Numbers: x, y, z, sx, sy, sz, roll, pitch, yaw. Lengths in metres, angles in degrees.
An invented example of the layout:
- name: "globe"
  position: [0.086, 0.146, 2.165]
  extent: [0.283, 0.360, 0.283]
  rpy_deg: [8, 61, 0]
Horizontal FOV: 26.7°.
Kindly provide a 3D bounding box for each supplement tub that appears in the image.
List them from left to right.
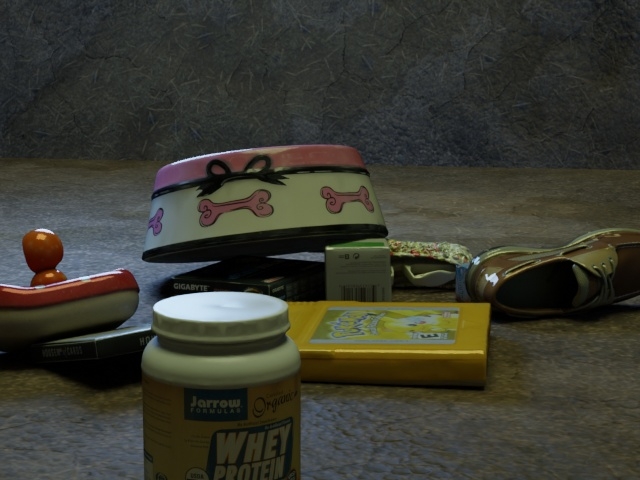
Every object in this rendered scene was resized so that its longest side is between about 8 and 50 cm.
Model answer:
- name: "supplement tub"
  position: [-0.089, 0.156, 1.220]
  extent: [0.144, 0.200, 0.144]
  rpy_deg: [0, 10, 0]

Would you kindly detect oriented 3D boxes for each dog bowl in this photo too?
- name: "dog bowl"
  position: [-0.096, -0.058, 2.220]
  extent: [0.407, 0.151, 0.408]
  rpy_deg: [-5, -4, 0]

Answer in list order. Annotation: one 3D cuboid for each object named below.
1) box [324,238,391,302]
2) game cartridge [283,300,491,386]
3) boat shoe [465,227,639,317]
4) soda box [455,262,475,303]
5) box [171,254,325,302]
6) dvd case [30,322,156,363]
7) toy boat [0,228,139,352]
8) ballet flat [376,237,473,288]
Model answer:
- name: "box"
  position: [0.057, 0.052, 2.076]
  extent: [0.101, 0.102, 0.087]
  rpy_deg: [-1, 8, -1]
- name: "game cartridge"
  position: [0.064, 0.129, 1.795]
  extent: [0.323, 0.053, 0.285]
  rpy_deg: [2, 10, 8]
- name: "boat shoe"
  position: [0.386, 0.063, 2.030]
  extent: [0.323, 0.123, 0.120]
  rpy_deg: [-10, 17, -7]
- name: "soda box"
  position: [0.304, 0.064, 2.123]
  extent: [0.183, 0.063, 0.058]
  rpy_deg: [-4, 12, -20]
- name: "box"
  position: [-0.105, 0.069, 2.123]
  extent: [0.175, 0.051, 0.220]
  rpy_deg: [4, 10, 27]
- name: "dvd case"
  position: [-0.231, 0.125, 1.758]
  extent: [0.238, 0.030, 0.179]
  rpy_deg: [-10, 0, -38]
- name: "toy boat"
  position: [-0.364, 0.058, 1.798]
  extent: [0.231, 0.151, 0.151]
  rpy_deg: [-11, -11, -28]
- name: "ballet flat"
  position: [0.133, 0.044, 2.202]
  extent: [0.240, 0.091, 0.077]
  rpy_deg: [-4, 33, -2]
